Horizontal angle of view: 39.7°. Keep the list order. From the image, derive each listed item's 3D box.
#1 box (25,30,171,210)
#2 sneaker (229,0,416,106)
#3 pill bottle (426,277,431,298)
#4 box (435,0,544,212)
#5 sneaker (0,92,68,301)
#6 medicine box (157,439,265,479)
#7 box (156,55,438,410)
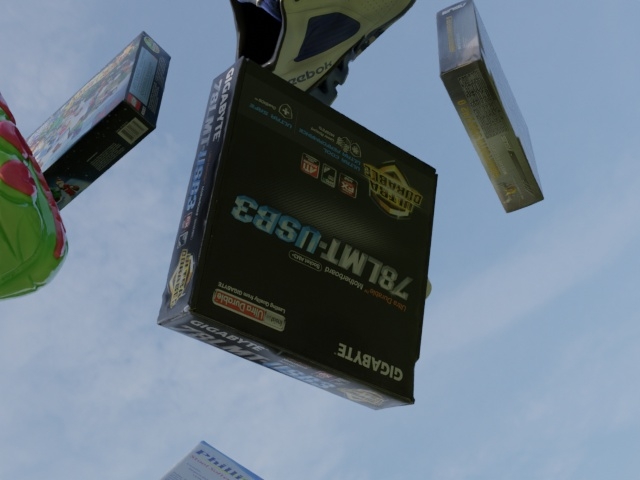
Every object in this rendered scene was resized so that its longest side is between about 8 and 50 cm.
[{"bbox_3d":[-0.260,-0.104,0.941,0.233,0.159,0.044,-36,-59,21],"label":"box"},{"bbox_3d":[-0.001,-0.298,1.066,0.316,0.127,0.182,-56,-31,7],"label":"sneaker"},{"bbox_3d":[0.119,0.021,1.473,0.107,0.180,0.108,-11,-41,-10],"label":"pill bottle"},{"bbox_3d":[0.223,-0.179,1.179,0.056,0.183,0.231,-20,-56,20],"label":"box"},{"bbox_3d":[-0.383,-0.113,0.765,0.202,0.483,0.185,-26,-43,-15],"label":"sneaker"},{"bbox_3d":[-0.223,0.482,1.345,0.149,0.289,0.264,32,-84,6],"label":"medicine box"},{"bbox_3d":[-0.008,-0.002,0.949,0.295,0.073,0.294,27,-123,-31],"label":"box"}]
